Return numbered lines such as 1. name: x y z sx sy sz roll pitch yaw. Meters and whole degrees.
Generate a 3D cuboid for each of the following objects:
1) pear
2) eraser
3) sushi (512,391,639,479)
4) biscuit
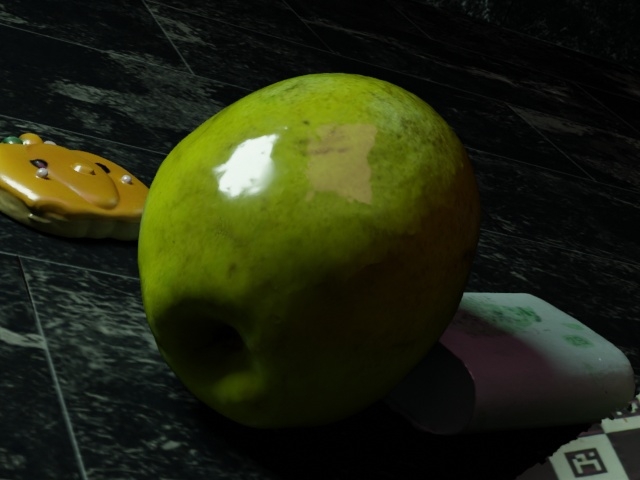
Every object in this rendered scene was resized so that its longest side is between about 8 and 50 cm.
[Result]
1. pear: 0.000 0.000 1.094 0.253 0.253 0.307 31 44 23
2. eraser: 0.144 0.104 1.262 0.227 0.081 0.174 1 28 -44
3. sushi: 0.229 0.205 0.943 0.290 0.050 0.264 -25 44 -29
4. biscuit: -0.236 -0.058 1.328 0.170 0.050 0.170 20 19 -7
